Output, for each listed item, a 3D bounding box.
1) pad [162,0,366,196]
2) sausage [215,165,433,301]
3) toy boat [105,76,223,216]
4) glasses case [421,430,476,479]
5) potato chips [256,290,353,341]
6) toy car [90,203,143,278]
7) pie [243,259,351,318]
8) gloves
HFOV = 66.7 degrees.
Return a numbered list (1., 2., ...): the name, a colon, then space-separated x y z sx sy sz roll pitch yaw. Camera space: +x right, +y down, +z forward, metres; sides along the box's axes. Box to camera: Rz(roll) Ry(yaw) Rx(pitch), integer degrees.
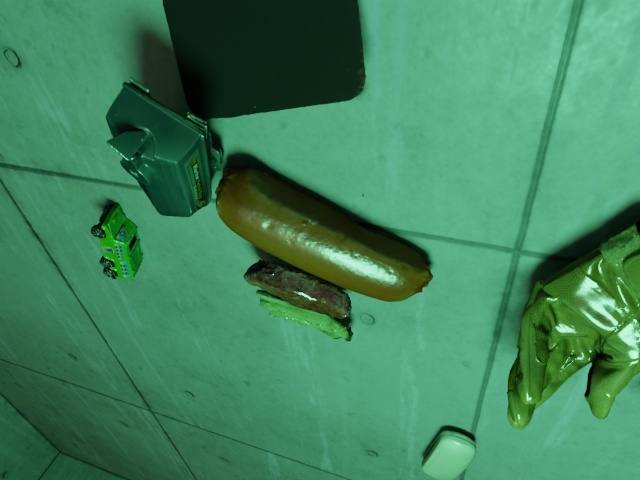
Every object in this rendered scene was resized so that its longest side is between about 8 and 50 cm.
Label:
1. pad: -0.048 -0.168 0.600 0.250 0.055 0.323 1 132 27
2. sausage: 0.000 0.000 0.711 0.349 0.094 0.097 28 139 -1
3. toy boat: -0.200 -0.106 0.673 0.114 0.122 0.296 34 164 1
4. glasses case: 0.276 0.473 1.059 0.081 0.051 0.204 19 137 8
5. potato chips: -0.030 0.146 0.909 0.208 0.028 0.091 12 145 28
6. toy car: -0.389 0.005 0.940 0.063 0.071 0.165 9 137 -2
7. pie: -0.035 0.082 0.788 0.183 0.049 0.182 20 169 4
8. gloves: 0.337 0.118 0.620 0.154 0.141 0.331 10 131 -18
